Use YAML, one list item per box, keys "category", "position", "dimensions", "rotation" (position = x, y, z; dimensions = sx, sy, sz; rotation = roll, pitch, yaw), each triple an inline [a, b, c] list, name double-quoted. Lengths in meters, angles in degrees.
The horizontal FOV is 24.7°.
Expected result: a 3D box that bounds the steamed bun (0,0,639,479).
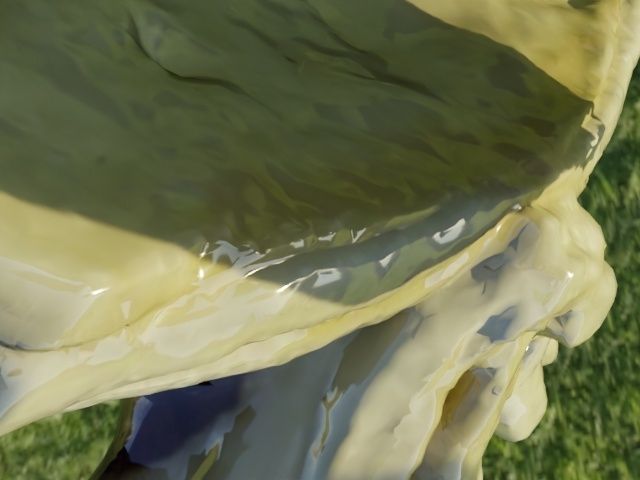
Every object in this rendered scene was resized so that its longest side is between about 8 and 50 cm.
- category: "steamed bun"
  position: [0.000, 0.000, 0.497]
  dimensions: [0.247, 0.428, 0.189]
  rotation: [34, 125, 8]
